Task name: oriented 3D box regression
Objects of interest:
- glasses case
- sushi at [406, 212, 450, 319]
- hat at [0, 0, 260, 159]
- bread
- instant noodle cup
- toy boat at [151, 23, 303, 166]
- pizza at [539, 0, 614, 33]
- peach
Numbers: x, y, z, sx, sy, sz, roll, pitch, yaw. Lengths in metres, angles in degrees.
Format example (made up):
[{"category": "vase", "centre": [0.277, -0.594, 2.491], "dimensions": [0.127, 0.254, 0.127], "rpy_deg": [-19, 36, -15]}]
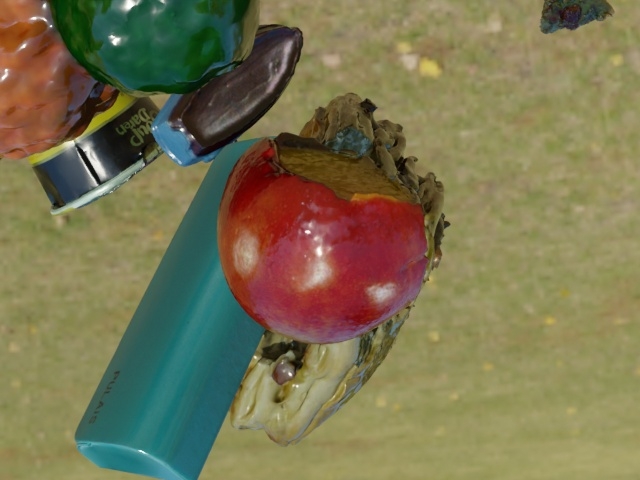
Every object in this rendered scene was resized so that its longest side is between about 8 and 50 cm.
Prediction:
[{"category": "glasses case", "centre": [-0.101, 0.051, 1.154], "dimensions": [0.117, 0.301, 0.070], "rpy_deg": [0, 147, 41]}, {"category": "sushi", "centre": [0.039, 0.036, 2.068], "dimensions": [0.234, 0.348, 0.207], "rpy_deg": [-7, 128, 50]}, {"category": "hat", "centre": [-0.210, -0.154, 0.984], "dimensions": [0.400, 0.285, 0.285], "rpy_deg": [21, 177, 25]}, {"category": "bread", "centre": [0.025, 0.034, 1.576], "dimensions": [0.191, 0.370, 0.314], "rpy_deg": [25, 116, -14]}, {"category": "instant noodle cup", "centre": [-0.330, -0.180, 1.821], "dimensions": [0.215, 0.236, 0.215], "rpy_deg": [-31, -164, 10]}, {"category": "toy boat", "centre": [-0.103, -0.174, 1.597], "dimensions": [0.223, 0.100, 0.097], "rpy_deg": [-47, -161, -23]}, {"category": "pizza", "centre": [0.264, -0.236, 1.464], "dimensions": [0.083, 0.025, 0.078], "rpy_deg": [14, 142, -23]}, {"category": "peach", "centre": [-0.002, 0.007, 0.870], "dimensions": [0.151, 0.151, 0.118], "rpy_deg": [-12, -157, 25]}]
